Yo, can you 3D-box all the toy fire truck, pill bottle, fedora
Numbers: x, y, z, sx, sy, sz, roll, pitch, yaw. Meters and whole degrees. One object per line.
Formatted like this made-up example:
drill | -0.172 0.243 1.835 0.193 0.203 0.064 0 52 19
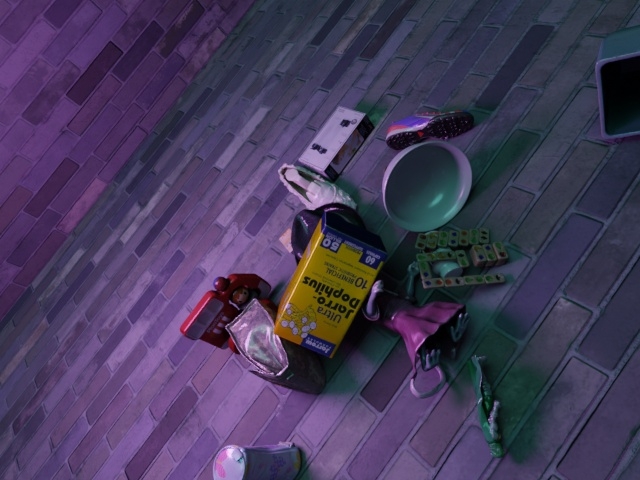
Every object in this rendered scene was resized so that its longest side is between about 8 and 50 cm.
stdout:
toy fire truck | -0.317 0.244 1.622 0.169 0.254 0.302 33 85 42
pill bottle | 0.362 0.049 1.384 0.086 0.086 0.152 -35 49 12
fedora | 0.000 0.000 1.544 0.334 0.152 0.334 -14 64 32

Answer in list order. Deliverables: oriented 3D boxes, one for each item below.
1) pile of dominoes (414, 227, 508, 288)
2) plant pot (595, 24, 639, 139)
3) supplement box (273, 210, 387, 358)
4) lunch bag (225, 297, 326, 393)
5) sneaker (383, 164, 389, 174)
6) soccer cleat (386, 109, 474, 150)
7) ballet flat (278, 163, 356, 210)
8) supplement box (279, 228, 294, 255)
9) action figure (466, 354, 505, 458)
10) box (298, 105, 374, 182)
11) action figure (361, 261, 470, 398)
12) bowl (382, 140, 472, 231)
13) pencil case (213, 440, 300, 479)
pile of dominoes | 0.399 0.038 1.310 0.251 0.040 0.196 -4 53 -5
plant pot | 0.892 -0.465 1.234 0.247 0.248 0.252 -3 46 34
supplement box | 0.024 0.125 1.354 0.195 0.194 0.356 -87 22 -74
lunch bag | -0.128 0.358 1.434 0.169 0.235 0.287 -45 48 -1
sneaker | 0.303 -0.223 1.553 0.188 0.071 0.066 -5 67 -5
soccer cleat | 0.386 -0.420 1.644 0.318 0.108 0.116 -10 54 33
ballet flat | -0.037 -0.194 1.779 0.147 0.147 0.409 -52 48 -3
supplement box | -0.110 0.006 1.771 0.062 0.036 0.098 -46 48 3
action figure | 0.412 0.407 1.126 0.064 0.137 0.232 -10 66 15
box | 0.064 -0.393 1.859 0.169 0.087 0.290 31 82 42
action figure | 0.247 0.227 1.334 0.370 0.248 0.275 21 117 51
bowl | 0.314 -0.186 1.446 0.298 0.298 0.134 -41 31 7
pencil case | -0.170 0.627 1.280 0.124 0.273 0.113 -45 53 13
